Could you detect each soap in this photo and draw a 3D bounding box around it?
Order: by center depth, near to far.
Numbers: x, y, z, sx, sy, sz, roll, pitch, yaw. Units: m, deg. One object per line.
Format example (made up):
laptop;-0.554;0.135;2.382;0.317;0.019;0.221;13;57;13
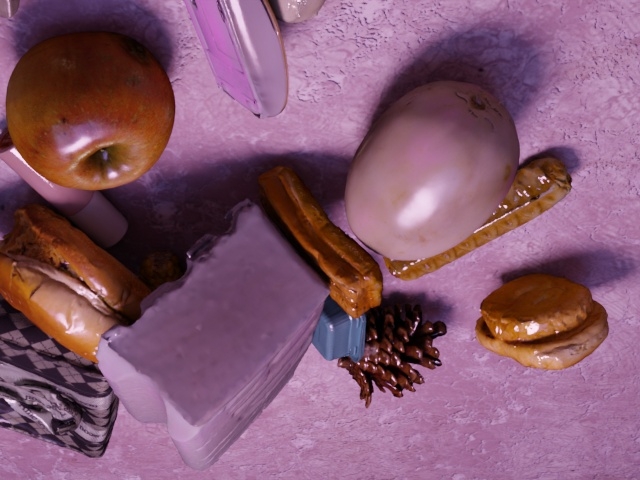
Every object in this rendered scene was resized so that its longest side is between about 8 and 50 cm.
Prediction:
soap;-0.171;0.185;1.597;0.213;0.350;0.435;39;159;9

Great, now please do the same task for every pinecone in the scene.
pinecone;0.141;0.209;1.805;0.212;0.168;0.185;-16;95;10

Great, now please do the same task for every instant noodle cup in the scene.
instant noodle cup;0.006;0.133;1.715;0.070;0.179;0.157;-25;143;-23

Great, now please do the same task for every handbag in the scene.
handbag;-0.556;0.271;1.892;0.316;0.180;0.416;15;142;-5

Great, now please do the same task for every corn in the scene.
corn;-0.300;0.131;1.775;0.102;0.102;0.313;1;135;-2

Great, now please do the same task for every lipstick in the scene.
lipstick;-0.418;-0.087;1.540;0.070;0.070;0.254;-20;135;21

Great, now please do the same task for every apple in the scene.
apple;-0.329;-0.191;1.344;0.237;0.207;0.237;-13;152;-7

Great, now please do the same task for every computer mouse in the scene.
computer mouse;-0.119;-0.295;1.238;0.072;0.158;0.310;-39;140;-16

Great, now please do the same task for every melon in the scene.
melon;0.164;-0.102;1.414;0.223;0.223;0.317;18;135;-20

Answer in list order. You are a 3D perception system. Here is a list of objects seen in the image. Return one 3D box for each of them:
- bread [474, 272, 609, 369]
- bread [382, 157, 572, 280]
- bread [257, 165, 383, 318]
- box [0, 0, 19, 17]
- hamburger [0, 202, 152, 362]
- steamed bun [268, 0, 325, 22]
bread;0.399;0.146;1.706;0.198;0.236;0.120;-27;114;-26
bread;0.260;-0.031;1.606;0.367;0.077;0.084;-31;134;29
bread;-0.001;0.001;1.516;0.077;0.271;0.139;-35;153;-14
box;-0.428;-0.408;1.112;0.155;0.149;0.231;5;139;-7
hamburger;-0.421;0.085;1.609;0.170;0.290;0.314;-51;134;-10
steamed bun;-0.040;-0.349;1.216;0.091;0.130;0.112;-39;145;-22
